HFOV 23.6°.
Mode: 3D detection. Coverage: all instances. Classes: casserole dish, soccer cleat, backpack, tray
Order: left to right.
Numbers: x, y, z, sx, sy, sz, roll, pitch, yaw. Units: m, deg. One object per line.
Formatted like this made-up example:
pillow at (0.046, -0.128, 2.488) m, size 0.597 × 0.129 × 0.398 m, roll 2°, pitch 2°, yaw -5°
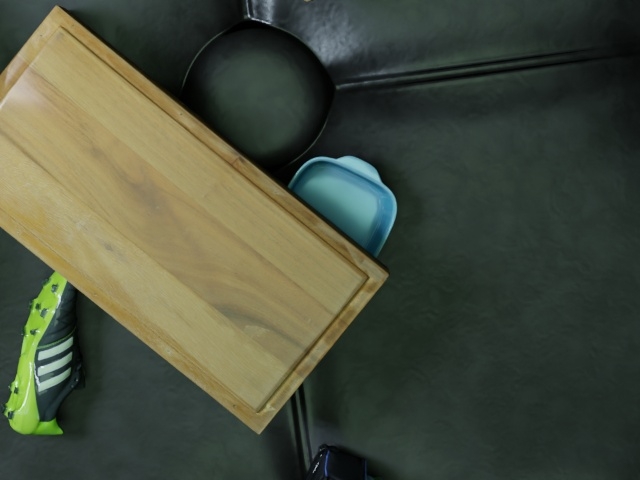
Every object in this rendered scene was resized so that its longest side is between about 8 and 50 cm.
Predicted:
soccer cleat at (-0.270, 0.114, 1.562) m, size 0.072 × 0.060 × 0.178 m, roll 14°, pitch 97°, yaw -31°
tray at (-0.155, -0.020, 1.495) m, size 0.411 × 0.076 × 0.203 m, roll 39°, pitch 93°, yaw -3°
casserole dish at (0.000, 0.000, 1.557) m, size 0.114 × 0.037 × 0.188 m, roll 26°, pitch 100°, yaw -8°
backpack at (0.016, 0.287, 1.582) m, size 0.084 × 0.105 × 0.114 m, roll 22°, pitch 105°, yaw -6°
